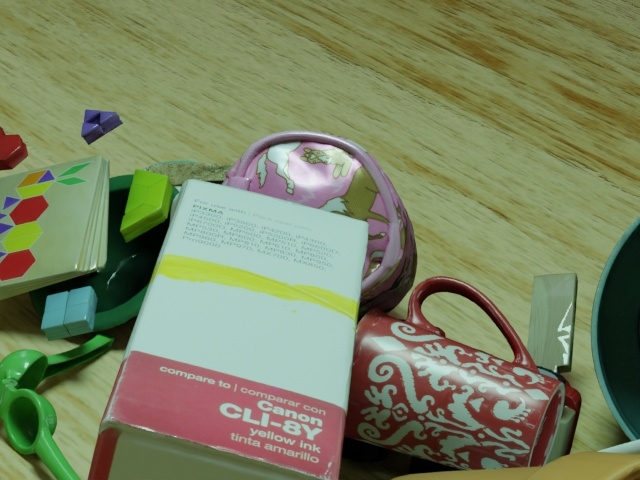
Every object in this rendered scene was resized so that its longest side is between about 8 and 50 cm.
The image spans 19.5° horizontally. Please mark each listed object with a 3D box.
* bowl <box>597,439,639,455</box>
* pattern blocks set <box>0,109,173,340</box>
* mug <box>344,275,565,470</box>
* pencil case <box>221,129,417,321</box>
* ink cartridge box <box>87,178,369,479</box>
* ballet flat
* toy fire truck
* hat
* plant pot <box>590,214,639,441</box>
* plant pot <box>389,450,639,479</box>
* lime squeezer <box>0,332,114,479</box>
[{"bbox_3d":[0.269,0.227,1.434,0.298,0.134,0.298,-14,-14,-3],"label":"bowl"},{"bbox_3d":[-0.278,-0.013,1.823,0.285,0.026,0.325,-6,42,21],"label":"pattern blocks set"},{"bbox_3d":[0.110,0.117,1.522,0.169,0.150,0.113,18,12,19],"label":"mug"},{"bbox_3d":[0.000,0.000,1.692,0.167,0.160,0.386,-22,-6,0],"label":"pencil case"},{"bbox_3d":[-0.078,0.162,1.358,0.160,0.279,0.384,14,26,-2],"label":"ink cartridge box"},{"bbox_3d":[-0.119,-0.050,2.027,0.206,0.073,0.067,-6,50,22],"label":"ballet flat"},{"bbox_3d":[0.143,0.115,1.709,0.217,0.158,0.246,15,15,17],"label":"toy fire truck"},{"bbox_3d":[-0.171,0.046,1.887,0.173,0.183,0.208,22,68,34],"label":"hat"},{"bbox_3d":[0.386,0.084,1.712,0.293,0.293,0.196,9,-2,3],"label":"plant pot"},{"bbox_3d":[0.125,0.271,1.242,0.203,0.291,0.291,8,20,42],"label":"plant pot"},{"bbox_3d":[-0.236,0.154,1.632,0.110,0.059,0.310,34,17,-21],"label":"lime squeezer"}]
